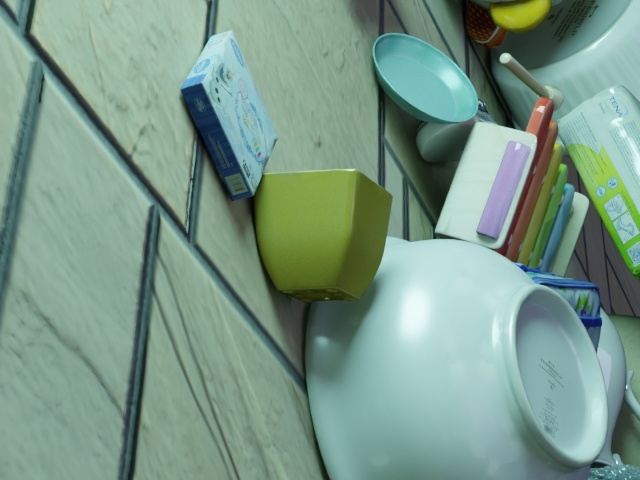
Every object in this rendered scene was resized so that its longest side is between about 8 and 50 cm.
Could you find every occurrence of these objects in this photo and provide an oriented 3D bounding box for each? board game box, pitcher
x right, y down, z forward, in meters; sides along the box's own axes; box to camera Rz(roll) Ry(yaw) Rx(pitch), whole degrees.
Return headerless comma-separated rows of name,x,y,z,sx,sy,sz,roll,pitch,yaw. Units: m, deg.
board game box,-0.062,-0.088,1.093,0.090,0.020,0.090,-70,141,-58
pitcher,0.291,0.171,1.680,0.125,0.178,0.207,122,-29,-57

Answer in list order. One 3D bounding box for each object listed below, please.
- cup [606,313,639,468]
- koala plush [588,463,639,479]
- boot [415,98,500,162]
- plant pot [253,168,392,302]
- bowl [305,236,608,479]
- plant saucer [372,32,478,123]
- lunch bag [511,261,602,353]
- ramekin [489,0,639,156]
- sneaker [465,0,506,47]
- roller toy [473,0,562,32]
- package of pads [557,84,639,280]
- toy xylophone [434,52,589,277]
cup,0.403,0.225,1.849,0.331,0.237,0.331,-15,90,-71
koala plush,0.223,0.285,1.410,0.221,0.203,0.196,12,64,-56
boot,0.128,-0.131,1.612,0.086,0.069,0.190,61,17,13
plant pot,0.000,0.000,1.125,0.081,0.081,0.083,30,61,-64
bowl,0.129,0.118,1.209,0.298,0.134,0.298,31,48,-43
plant saucer,0.096,-0.150,1.506,0.119,0.021,0.119,23,38,-19
lunch bag,0.193,0.111,1.475,0.219,0.090,0.176,10,87,-62
ramekin,0.336,-0.244,1.972,0.127,0.273,0.273,49,31,-31
sneaker,0.215,-0.324,1.935,0.067,0.064,0.175,14,91,-70
roller toy,0.219,-0.362,1.818,0.209,0.191,0.146,-60,163,9
package of pads,0.400,-0.034,1.827,0.296,0.101,0.229,31,31,-56
toy xylophone,0.206,-0.058,1.602,0.323,0.081,0.236,5,102,-68
